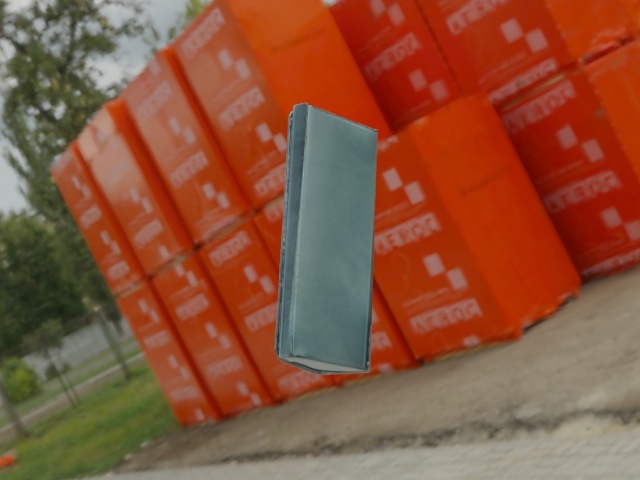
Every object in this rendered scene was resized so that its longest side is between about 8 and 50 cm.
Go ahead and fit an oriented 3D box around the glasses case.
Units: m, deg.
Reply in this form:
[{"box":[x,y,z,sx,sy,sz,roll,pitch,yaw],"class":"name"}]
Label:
[{"box":[0.000,0.000,1.056,0.105,0.266,0.056,16,-23,-34],"class":"glasses case"}]
